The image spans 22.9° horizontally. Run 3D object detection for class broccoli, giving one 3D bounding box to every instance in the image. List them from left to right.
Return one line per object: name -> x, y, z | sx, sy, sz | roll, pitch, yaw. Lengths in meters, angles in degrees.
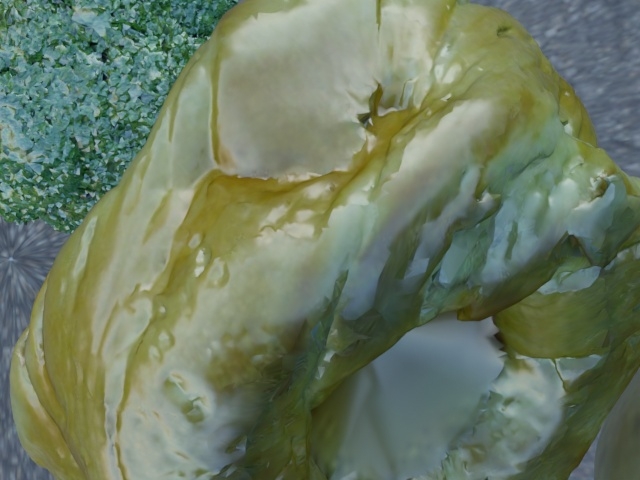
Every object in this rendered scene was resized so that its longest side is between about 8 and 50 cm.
broccoli -> -0.250, -0.178, 1.649 | 0.310, 0.321, 0.413 | -32, 114, -25

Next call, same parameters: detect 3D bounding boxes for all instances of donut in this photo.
donut -> 0.020, 0.040, 0.801 | 0.360, 0.170, 0.360 | -23, 138, -23

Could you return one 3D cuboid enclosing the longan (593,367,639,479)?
longan -> 0.407, 0.205, 1.338 | 0.361, 0.361, 0.361 | 0, 89, -11
